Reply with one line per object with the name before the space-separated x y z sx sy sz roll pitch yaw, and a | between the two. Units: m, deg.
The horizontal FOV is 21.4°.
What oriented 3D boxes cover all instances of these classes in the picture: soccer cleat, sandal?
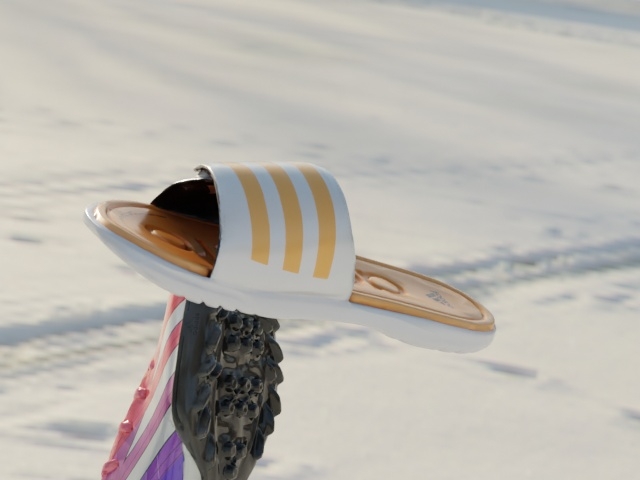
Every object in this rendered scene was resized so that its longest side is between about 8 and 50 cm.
soccer cleat | -0.099 0.151 1.063 0.116 0.318 0.108 2 -6 28
sandal | -0.004 -0.004 0.911 0.265 0.076 0.102 13 17 -36
